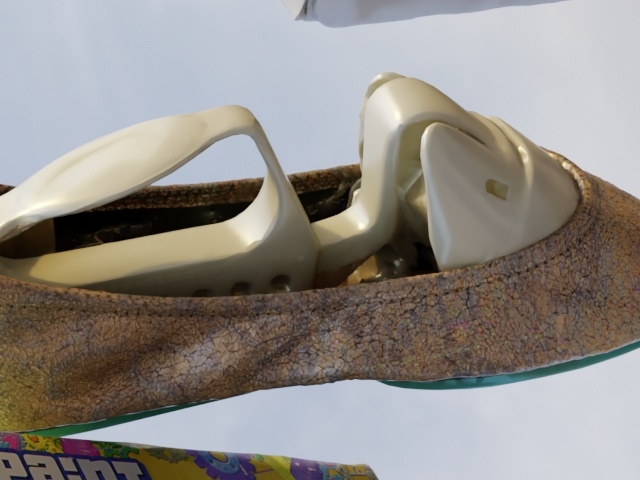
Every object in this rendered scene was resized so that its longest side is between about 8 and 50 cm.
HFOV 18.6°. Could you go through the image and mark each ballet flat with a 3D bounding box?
[{"bbox_3d":[0.000,0.000,0.689,0.107,0.316,0.106,-123,27,-56],"label":"ballet flat"}]

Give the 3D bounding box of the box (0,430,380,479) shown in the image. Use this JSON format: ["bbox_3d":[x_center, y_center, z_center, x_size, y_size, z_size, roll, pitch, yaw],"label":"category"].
[{"bbox_3d":[-0.054,0.222,0.635,0.290,0.177,0.279,14,-144,-50],"label":"box"}]

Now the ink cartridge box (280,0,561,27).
[{"bbox_3d":[0.016,-0.263,1.041,0.223,0.129,0.307,-11,-131,-35],"label":"ink cartridge box"}]
